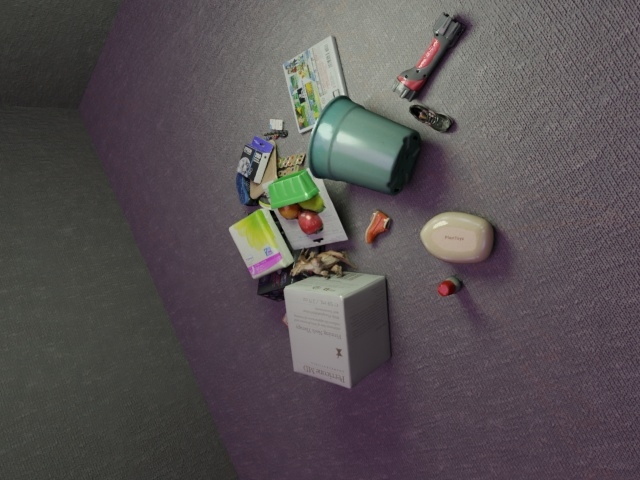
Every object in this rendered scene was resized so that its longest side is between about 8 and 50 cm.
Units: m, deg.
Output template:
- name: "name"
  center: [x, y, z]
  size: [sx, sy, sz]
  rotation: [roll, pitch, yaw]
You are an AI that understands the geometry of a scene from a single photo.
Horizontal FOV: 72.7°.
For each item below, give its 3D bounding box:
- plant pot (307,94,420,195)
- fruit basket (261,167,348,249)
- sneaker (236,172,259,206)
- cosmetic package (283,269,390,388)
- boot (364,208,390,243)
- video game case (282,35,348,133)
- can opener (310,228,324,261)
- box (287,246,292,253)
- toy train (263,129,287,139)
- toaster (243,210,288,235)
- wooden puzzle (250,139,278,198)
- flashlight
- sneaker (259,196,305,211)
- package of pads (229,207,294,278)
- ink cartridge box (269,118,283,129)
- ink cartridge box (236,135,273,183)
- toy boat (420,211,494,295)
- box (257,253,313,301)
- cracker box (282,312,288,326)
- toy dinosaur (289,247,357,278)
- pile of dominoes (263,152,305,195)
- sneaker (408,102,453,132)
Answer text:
- name: "plant pot"
  center: [0.182, -0.346, 1.674]
  size: [0.333, 0.341, 0.342]
  rotation: [25, 116, 25]
- name: "fruit basket"
  center: [-0.067, -0.137, 1.951]
  size: [0.326, 0.165, 0.353]
  rotation: [-12, 117, 37]
- name: "sneaker"
  center: [-0.389, -0.278, 2.325]
  size: [0.081, 0.090, 0.233]
  rotation: [-40, 53, 40]
- name: "cosmetic package"
  center: [0.082, 0.365, 1.911]
  size: [0.329, 0.327, 0.395]
  rotation: [2, 103, 40]
- name: "boot"
  center: [0.244, -0.044, 1.855]
  size: [0.084, 0.059, 0.158]
  rotation: [31, 118, 26]
- name: "video game case"
  center: [-0.020, -0.682, 1.937]
  size: [0.299, 0.036, 0.330]
  rotation: [-11, 94, 41]
- name: "can opener"
  center: [0.000, 0.000, 2.056]
  size: [0.093, 0.074, 0.281]
  rotation: [23, 114, 36]
- name: "box"
  center: [-0.256, 0.014, 2.252]
  size: [0.207, 0.114, 0.036]
  rotation: [42, 124, 24]
- name: "toy train"
  center: [-0.222, -0.521, 2.153]
  size: [0.158, 0.027, 0.036]
  rotation: [4, 114, 39]
- name: "toaster"
  center: [-0.273, -0.085, 2.205]
  size: [0.185, 0.168, 0.110]
  rotation: [26, 118, 32]
- name: "wooden puzzle"
  center: [-0.285, -0.355, 2.199]
  size: [0.220, 0.044, 0.239]
  rotation: [-30, 59, 41]
- name: "flashlight"
  center: [0.375, -0.656, 1.565]
  size: [0.103, 0.103, 0.304]
  rotation: [50, 128, 23]
- name: "sneaker"
  center: [-0.183, -0.200, 2.161]
  size: [0.299, 0.111, 0.122]
  rotation: [11, 93, 35]
- name: "package of pads"
  center: [-0.288, 0.020, 2.081]
  size: [0.229, 0.101, 0.297]
  rotation: [-24, 93, 36]
- name: "ink cartridge box"
  center: [-0.209, -0.567, 2.128]
  size: [0.083, 0.028, 0.048]
  rotation: [17, 111, 37]
- name: "ink cartridge box"
  center: [-0.335, -0.416, 2.199]
  size: [0.206, 0.045, 0.209]
  rotation: [34, 106, 46]
- name: "toy boat"
  center: [0.497, 0.052, 1.622]
  size: [0.267, 0.148, 0.319]
  rotation: [13, 101, 32]
- name: "box"
  center: [-0.172, 0.191, 2.167]
  size: [0.270, 0.143, 0.166]
  rotation: [-20, 56, 42]
- name: "cracker box"
  center: [-0.087, 0.382, 2.229]
  size: [0.156, 0.067, 0.232]
  rotation: [45, 126, 23]
- name: "toy dinosaur"
  center: [0.013, 0.092, 1.984]
  size: [0.200, 0.295, 0.127]
  rotation: [-161, 66, -70]
- name: "pile of dominoes"
  center: [-0.186, -0.325, 2.109]
  size: [0.251, 0.040, 0.196]
  rotation: [-1, 75, 41]
- name: "sneaker"
  center: [0.398, -0.451, 1.610]
  size: [0.178, 0.077, 0.072]
  rotation: [34, 121, 29]
